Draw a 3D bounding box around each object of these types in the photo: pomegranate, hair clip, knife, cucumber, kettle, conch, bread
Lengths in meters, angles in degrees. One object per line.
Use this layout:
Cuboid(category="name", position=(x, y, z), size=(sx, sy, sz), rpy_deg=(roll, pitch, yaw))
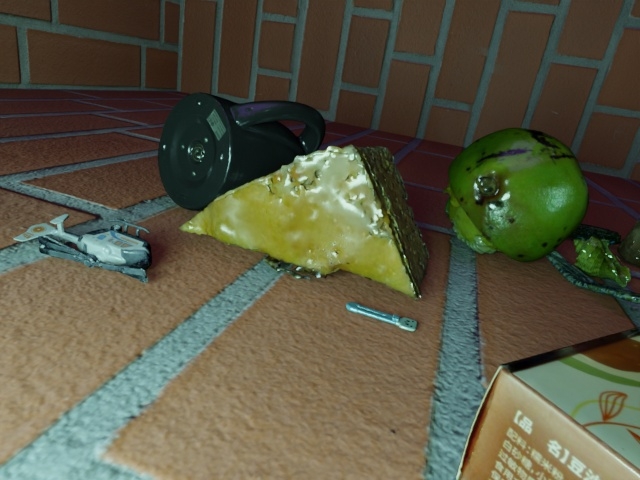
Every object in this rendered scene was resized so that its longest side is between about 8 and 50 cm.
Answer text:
Cuboid(category="pomegranate", position=(0.399, -0.094, 0.888), size=(0.340, 0.261, 0.260), rpy_deg=(-15, 31, -40))
Cuboid(category="hair clip", position=(0.484, 0.069, 0.795), size=(0.065, 0.036, 0.229), rpy_deg=(2, 19, -18))
Cuboid(category="knife", position=(0.079, 0.097, 0.580), size=(0.096, 0.010, 0.027), rpy_deg=(15, 21, 15))
Cuboid(category="cucumber", position=(0.611, -0.025, 1.091), size=(0.256, 0.043, 0.044), rpy_deg=(12, 26, 5))
Cuboid(category="kettle", position=(-0.124, -0.175, 0.885), size=(0.290, 0.268, 0.208), rpy_deg=(-1, 60, -52))
Cuboid(category="conch", position=(0.539, 0.035, 0.851), size=(0.089, 0.074, 0.121), rpy_deg=(-35, 63, -19))
Cuboid(category="bread", position=(0.000, 0.000, 0.730), size=(0.315, 0.279, 0.248), rpy_deg=(-29, 5, 24))

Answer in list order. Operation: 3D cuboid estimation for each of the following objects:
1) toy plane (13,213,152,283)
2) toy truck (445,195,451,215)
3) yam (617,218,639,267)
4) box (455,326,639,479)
Cuboid(category="toy plane", position=(-0.302, 0.005, 0.598), size=(0.196, 0.054, 0.078), rpy_deg=(17, 30, 8))
Cuboid(category="toy truck", position=(0.401, -0.131, 1.078), size=(0.148, 0.211, 0.187), rpy_deg=(23, 43, 32))
Cuboid(category="yam", position=(0.764, -0.038, 0.942), size=(0.128, 0.238, 0.129), rpy_deg=(31, 27, 13))
Cuboid(category="box", position=(0.348, 0.203, 0.262), size=(0.344, 0.122, 0.385), rpy_deg=(-3, 24, -30))
